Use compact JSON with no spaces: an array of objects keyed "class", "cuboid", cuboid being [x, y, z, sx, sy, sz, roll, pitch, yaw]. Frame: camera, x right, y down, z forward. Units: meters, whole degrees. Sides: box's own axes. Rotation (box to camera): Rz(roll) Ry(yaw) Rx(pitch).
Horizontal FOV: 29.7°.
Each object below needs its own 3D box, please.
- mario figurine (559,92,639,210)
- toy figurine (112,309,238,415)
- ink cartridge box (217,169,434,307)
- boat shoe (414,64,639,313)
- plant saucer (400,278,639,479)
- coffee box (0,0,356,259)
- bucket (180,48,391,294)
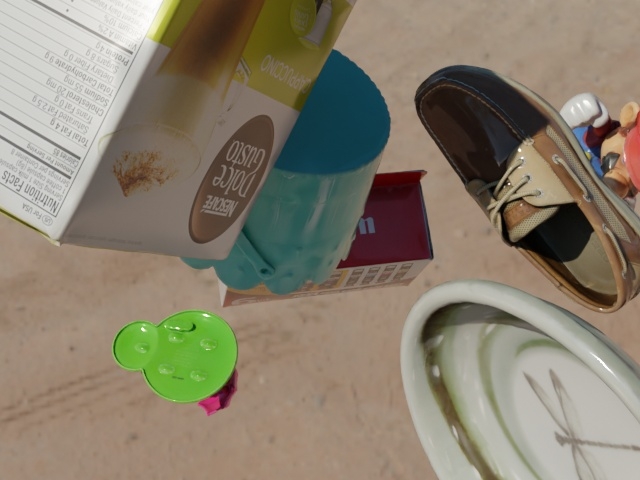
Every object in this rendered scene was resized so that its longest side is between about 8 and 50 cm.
[{"class":"mario figurine","cuboid":[0.362,-0.101,1.591,0.198,0.170,0.320,5,1,-25]},{"class":"toy figurine","cuboid":[-0.179,0.180,1.636,0.173,0.159,0.130,8,65,14]},{"class":"ink cartridge box","cuboid":[0.000,0.000,1.819,0.309,0.130,0.272,-7,-13,-8]},{"class":"boat shoe","cuboid":[0.224,-0.053,1.265,0.324,0.123,0.116,42,36,-3]},{"class":"plant saucer","cuboid":[0.239,0.197,1.134,0.100,0.401,0.400,-30,40,-25]},{"class":"coffee box","cuboid":[-0.207,-0.203,1.077,0.338,0.334,0.337,29,5,17]},{"class":"bucket","cuboid":[-0.061,-0.099,1.385,0.281,0.183,0.281,12,45,-12]}]
